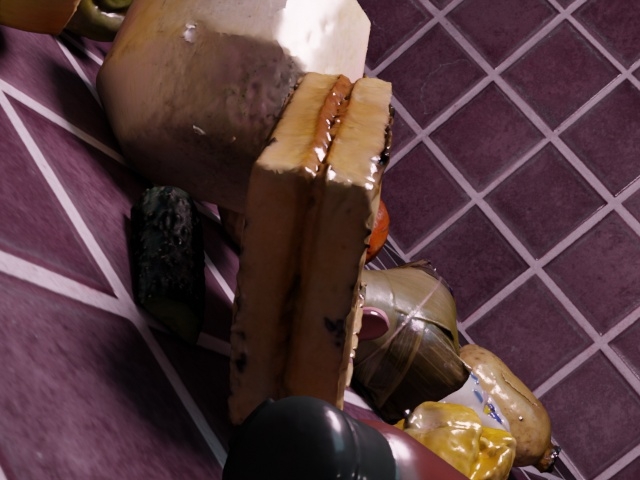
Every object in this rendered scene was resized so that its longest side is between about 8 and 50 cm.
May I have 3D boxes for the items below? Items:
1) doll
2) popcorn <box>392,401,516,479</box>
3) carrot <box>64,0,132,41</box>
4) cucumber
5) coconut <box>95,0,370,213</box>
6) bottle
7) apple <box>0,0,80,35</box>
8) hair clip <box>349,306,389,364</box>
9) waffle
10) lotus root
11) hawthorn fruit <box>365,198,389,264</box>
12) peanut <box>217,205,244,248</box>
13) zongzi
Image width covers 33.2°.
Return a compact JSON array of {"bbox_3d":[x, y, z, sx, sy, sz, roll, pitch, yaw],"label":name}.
[{"bbox_3d":[0.216,0.256,1.723,0.252,0.111,0.237,55,19,15],"label":"doll"},{"bbox_3d":[0.131,0.247,1.155,0.148,0.167,0.152,13,-51,52],"label":"popcorn"},{"bbox_3d":[-0.328,-0.426,1.528,0.224,0.224,0.340,43,11,-43],"label":"carrot"},{"bbox_3d":[-0.137,0.016,1.031,0.078,0.062,0.211,46,8,-27],"label":"cucumber"},{"bbox_3d":[-0.098,-0.207,1.316,0.352,0.352,0.352,49,7,-8],"label":"coconut"},{"bbox_3d":[0.056,0.228,0.830,0.336,0.144,0.144,40,12,-40],"label":"bottle"},{"bbox_3d":[-0.344,-0.373,1.078,0.309,0.252,0.314,30,17,-18],"label":"apple"},{"bbox_3d":[-0.002,0.094,1.280,0.138,0.123,0.102,53,27,-5],"label":"hair clip"},{"bbox_3d":[0.001,0.000,1.024,0.114,0.261,0.376,7,21,3],"label":"waffle"},{"bbox_3d":[0.333,0.321,1.998,0.284,0.146,0.160,44,26,13],"label":"lotus root"},{"bbox_3d":[0.038,-0.017,1.929,0.173,0.173,0.179,42,33,-45],"label":"hawthorn fruit"},{"bbox_3d":[-0.047,-0.013,1.518,0.136,0.120,0.298,26,-5,31],"label":"peanut"},{"bbox_3d":[0.062,0.067,1.523,0.317,0.154,0.289,43,20,-17],"label":"zongzi"}]
